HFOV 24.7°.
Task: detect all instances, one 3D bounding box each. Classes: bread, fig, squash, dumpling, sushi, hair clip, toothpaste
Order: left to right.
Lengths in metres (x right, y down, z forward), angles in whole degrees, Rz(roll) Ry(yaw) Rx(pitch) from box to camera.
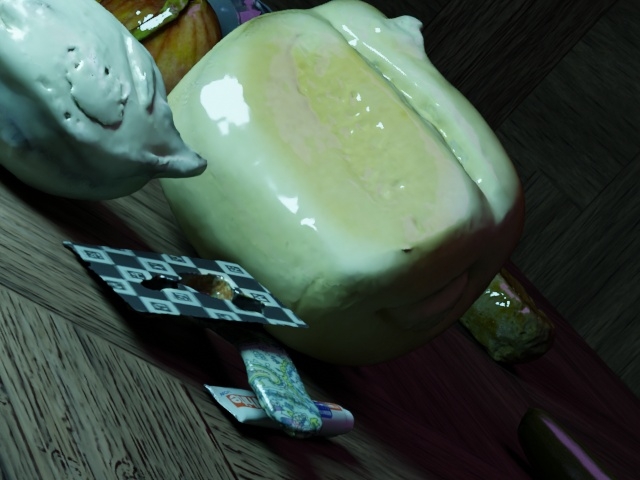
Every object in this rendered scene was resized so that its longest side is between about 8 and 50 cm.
[{"bbox_3d":[-0.271,-0.132,1.386,0.242,0.187,0.318,-8,-46,48],"label":"dumpling"},{"bbox_3d":[-0.221,-0.274,1.988,0.205,0.205,0.205,41,9,-8],"label":"fig"},{"bbox_3d":[-0.126,0.053,1.321,0.201,0.031,0.139,9,20,-39],"label":"sushi"},{"bbox_3d":[-0.059,0.109,1.320,0.066,0.036,0.229,14,16,-33],"label":"hair clip"},{"bbox_3d":[-0.031,0.159,1.338,0.052,0.033,0.218,42,12,30],"label":"toothpaste"},{"bbox_3d":[0.018,-0.051,1.617,0.348,0.253,0.376,-31,69,-35],"label":"bread"},{"bbox_3d":[0.325,0.133,2.655,0.230,0.123,0.230,47,8,-9],"label":"bread"},{"bbox_3d":[0.377,0.350,2.014,0.292,0.082,0.082,44,9,14],"label":"squash"}]

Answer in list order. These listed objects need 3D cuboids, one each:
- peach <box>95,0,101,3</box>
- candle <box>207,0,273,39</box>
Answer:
[{"bbox_3d":[-0.356,-0.371,2.056,0.138,0.138,0.138,41,9,-8],"label":"peach"},{"bbox_3d":[-0.115,-0.246,2.233,0.221,0.221,0.342,48,10,28],"label":"candle"}]
